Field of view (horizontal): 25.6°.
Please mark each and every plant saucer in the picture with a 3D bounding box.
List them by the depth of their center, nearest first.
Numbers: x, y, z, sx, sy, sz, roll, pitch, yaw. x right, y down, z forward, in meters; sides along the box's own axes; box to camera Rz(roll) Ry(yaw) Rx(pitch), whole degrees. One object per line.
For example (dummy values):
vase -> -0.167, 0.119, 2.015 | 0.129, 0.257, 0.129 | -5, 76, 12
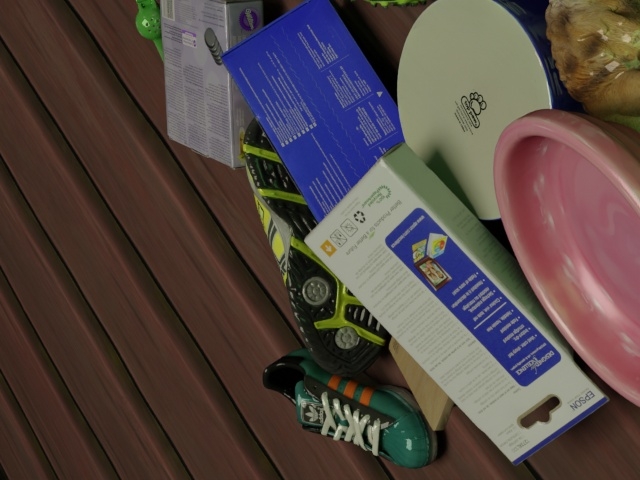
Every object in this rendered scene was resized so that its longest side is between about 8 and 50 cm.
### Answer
plant saucer -> 0.297, 0.012, 1.378 | 0.332, 0.084, 0.332 | 55, 165, 23

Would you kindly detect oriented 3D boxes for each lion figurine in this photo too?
lion figurine -> 0.340, -0.086, 1.415 | 0.240, 0.142, 0.392 | 13, 117, 60

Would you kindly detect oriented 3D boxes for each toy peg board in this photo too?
toy peg board -> 0.170, 0.130, 1.804 | 0.160, 0.079, 0.161 | -118, 35, -46

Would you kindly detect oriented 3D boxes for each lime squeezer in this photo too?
lime squeezer -> -0.266, -0.376, 2.233 | 0.059, 0.110, 0.310 | -21, 83, 16

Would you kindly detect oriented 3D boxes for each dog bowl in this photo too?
dog bowl -> 0.208, -0.158, 1.603 | 0.265, 0.104, 0.265 | 25, 122, 48

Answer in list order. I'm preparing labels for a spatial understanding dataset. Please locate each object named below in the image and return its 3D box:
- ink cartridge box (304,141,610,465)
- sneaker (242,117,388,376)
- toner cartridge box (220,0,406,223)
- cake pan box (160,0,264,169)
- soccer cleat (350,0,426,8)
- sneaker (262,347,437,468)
ink cartridge box -> 0.161, 0.076, 1.630 | 0.371, 0.069, 0.176 | 48, 132, 5
sneaker -> 0.000, 0.000, 1.963 | 0.147, 0.145, 0.384 | -176, 70, -86
toner cartridge box -> 0.024, -0.138, 1.815 | 0.348, 0.165, 0.075 | 60, -175, 22
cake pan box -> -0.164, -0.252, 2.103 | 0.267, 0.070, 0.245 | 26, 120, 58
soccer cleat -> 0.076, -0.332, 1.769 | 0.179, 0.060, 0.072 | 22, 118, 53
sneaker -> 0.034, 0.244, 1.979 | 0.302, 0.121, 0.108 | 29, 125, 46
